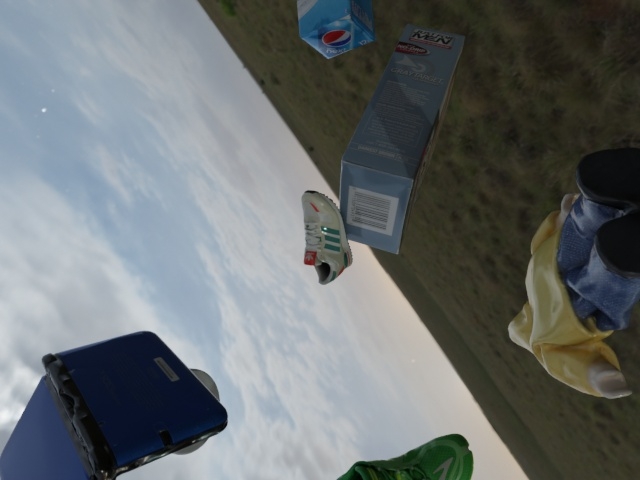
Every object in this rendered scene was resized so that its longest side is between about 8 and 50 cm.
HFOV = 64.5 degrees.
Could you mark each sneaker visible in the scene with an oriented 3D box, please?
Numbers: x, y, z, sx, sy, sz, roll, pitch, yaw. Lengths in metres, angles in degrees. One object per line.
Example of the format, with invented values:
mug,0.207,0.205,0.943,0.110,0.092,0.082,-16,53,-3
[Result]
sneaker,0.115,0.405,0.817,0.109,0.295,0.123,62,180,39
sneaker,0.000,0.000,0.806,0.057,0.075,0.161,8,132,38

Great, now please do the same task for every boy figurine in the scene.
boy figurine,0.231,0.054,0.444,0.285,0.092,0.177,73,-164,-57

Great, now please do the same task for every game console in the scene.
game console,-0.304,0.283,0.718,0.293,0.250,0.173,25,117,47

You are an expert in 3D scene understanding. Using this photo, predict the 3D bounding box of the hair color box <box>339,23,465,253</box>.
hair color box,0.143,-0.185,0.877,0.113,0.374,0.185,16,146,11

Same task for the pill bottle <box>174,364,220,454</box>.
pill bottle,-0.358,0.303,0.955,0.188,0.334,0.188,10,-102,-56

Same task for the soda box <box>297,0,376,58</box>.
soda box,0.012,-0.339,0.616,0.067,0.071,0.210,12,-109,-57
